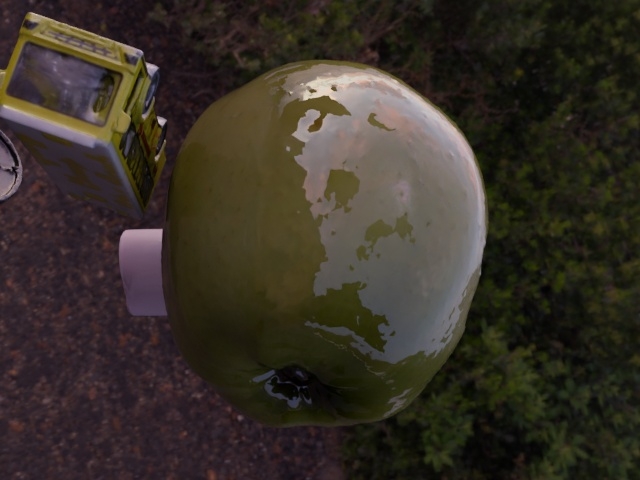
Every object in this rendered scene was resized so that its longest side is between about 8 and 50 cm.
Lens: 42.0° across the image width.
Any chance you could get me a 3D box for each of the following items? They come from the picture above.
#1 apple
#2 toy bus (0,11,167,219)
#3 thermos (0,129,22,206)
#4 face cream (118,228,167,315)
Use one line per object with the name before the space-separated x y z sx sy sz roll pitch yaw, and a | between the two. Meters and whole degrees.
apple | 0.000 0.000 0.645 0.279 0.279 0.279 29 51 -43
toy bus | -0.153 -0.076 0.564 0.081 0.226 0.074 20 79 -5
thermos | -0.400 0.019 0.783 0.136 0.330 0.109 6 51 -53
face cream | -0.091 0.035 0.948 0.073 0.269 0.107 -79 166 -68
